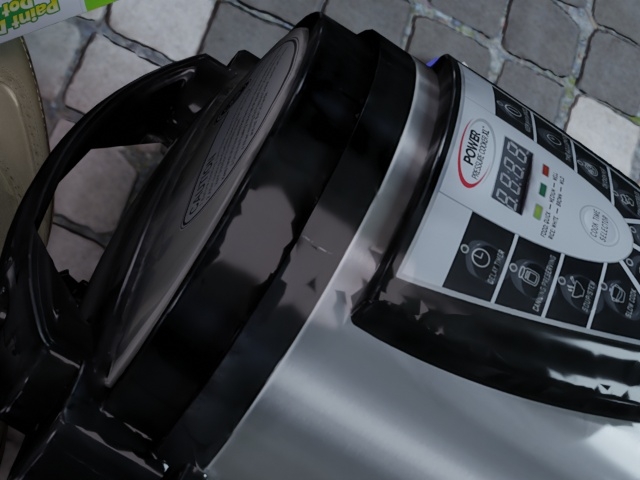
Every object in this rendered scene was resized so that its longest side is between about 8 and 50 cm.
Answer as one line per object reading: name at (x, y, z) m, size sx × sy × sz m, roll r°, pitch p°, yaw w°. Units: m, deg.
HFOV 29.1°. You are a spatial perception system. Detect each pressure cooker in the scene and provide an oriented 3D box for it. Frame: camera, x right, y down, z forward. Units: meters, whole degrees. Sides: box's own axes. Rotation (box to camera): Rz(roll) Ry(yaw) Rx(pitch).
pressure cooker at (0.006, 0.072, 0.770) m, size 0.420 × 0.370 × 0.375 m, roll 33°, pitch 86°, yaw -11°

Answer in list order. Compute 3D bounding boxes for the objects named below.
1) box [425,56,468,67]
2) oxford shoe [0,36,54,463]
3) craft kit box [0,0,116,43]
box at (0.125, -0.094, 1.081) m, size 0.081 × 0.028 × 0.136 m, roll -35°, pitch 85°, yaw -28°
oxford shoe at (-0.242, -0.011, 0.830) m, size 0.140 × 0.146 × 0.397 m, roll 3°, pitch 69°, yaw -19°
craft kit box at (-0.295, -0.228, 0.887) m, size 0.246 × 0.061 × 0.250 m, roll -25°, pitch 58°, yaw -30°
